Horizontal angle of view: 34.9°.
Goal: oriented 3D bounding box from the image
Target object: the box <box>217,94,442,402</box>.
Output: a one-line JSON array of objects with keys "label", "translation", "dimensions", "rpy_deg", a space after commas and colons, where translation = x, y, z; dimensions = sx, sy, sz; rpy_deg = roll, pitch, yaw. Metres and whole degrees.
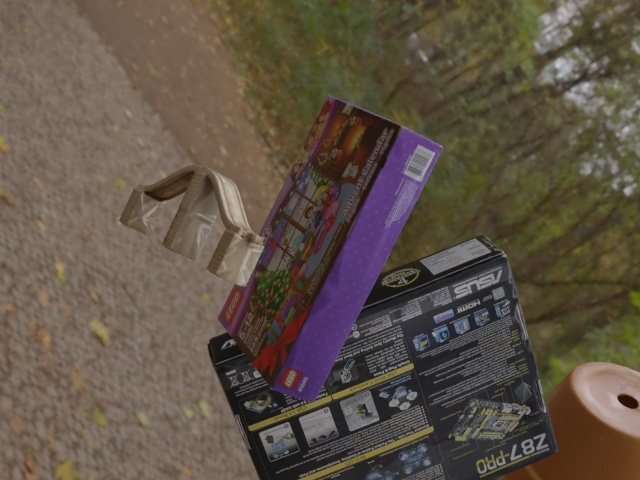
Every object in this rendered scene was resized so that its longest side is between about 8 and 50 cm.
[{"label": "box", "translation": [0.000, 0.000, 1.090], "dimensions": [0.057, 0.293, 0.201], "rpy_deg": [24, 6, -26]}]

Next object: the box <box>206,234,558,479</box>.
[{"label": "box", "translation": [0.090, 0.208, 1.337], "dimensions": [0.097, 0.395, 0.318], "rpy_deg": [-127, -164, -70]}]

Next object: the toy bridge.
[{"label": "toy bridge", "translation": [-0.086, -0.019, 0.707], "dimensions": [0.026, 0.063, 0.188], "rpy_deg": [26, -3, -32]}]

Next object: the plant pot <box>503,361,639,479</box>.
[{"label": "plant pot", "translation": [0.469, 0.340, 1.680], "dimensions": [0.291, 0.203, 0.291], "rpy_deg": [12, 29, -7]}]
